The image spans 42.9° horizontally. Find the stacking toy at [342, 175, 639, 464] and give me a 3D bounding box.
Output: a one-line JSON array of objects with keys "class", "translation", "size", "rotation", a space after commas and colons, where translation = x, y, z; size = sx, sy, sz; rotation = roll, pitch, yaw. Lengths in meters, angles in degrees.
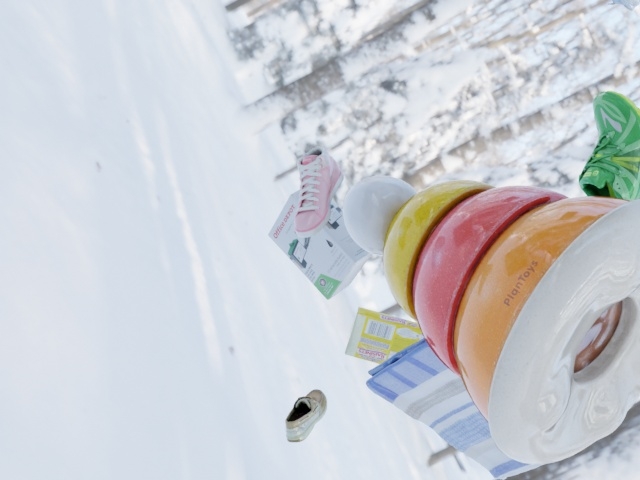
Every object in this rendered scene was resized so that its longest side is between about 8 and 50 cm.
[{"class": "stacking toy", "translation": [0.205, 0.025, 1.081], "size": [0.480, 0.350, 0.350], "rotation": [37, -16, 42]}]

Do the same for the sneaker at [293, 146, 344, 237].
[{"class": "sneaker", "translation": [-0.013, -0.070, 1.085], "size": [0.070, 0.051, 0.134], "rotation": [58, 41, -37]}]

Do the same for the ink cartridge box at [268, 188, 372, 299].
[{"class": "ink cartridge box", "translation": [0.000, 0.000, 1.875], "size": [0.219, 0.092, 0.160], "rotation": [46, -45, 14]}]

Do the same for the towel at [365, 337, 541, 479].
[{"class": "towel", "translation": [0.224, 0.254, 1.214], "size": [0.285, 0.209, 0.034], "rotation": [37, 52, -8]}]

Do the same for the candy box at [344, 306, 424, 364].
[{"class": "candy box", "translation": [0.155, 0.192, 1.487], "size": [0.027, 0.206, 0.105], "rotation": [-73, 178, -54]}]

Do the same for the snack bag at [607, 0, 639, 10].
[{"class": "snack bag", "translation": [0.355, -0.477, 0.864], "size": [0.323, 0.342, 0.037], "rotation": [41, 14, -17]}]

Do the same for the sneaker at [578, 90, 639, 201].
[{"class": "sneaker", "translation": [0.566, -0.146, 1.571], "size": [0.109, 0.123, 0.296], "rotation": [169, -86, -72]}]

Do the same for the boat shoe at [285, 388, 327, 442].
[{"class": "boat shoe", "translation": [-0.025, 0.298, 1.431], "size": [0.135, 0.050, 0.045], "rotation": [-54, 134, -59]}]
